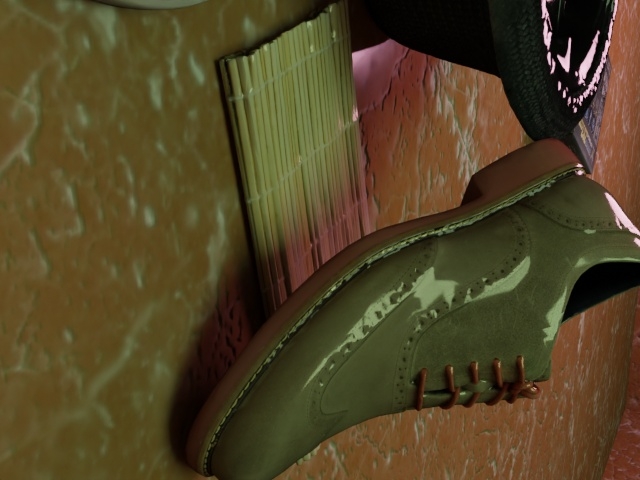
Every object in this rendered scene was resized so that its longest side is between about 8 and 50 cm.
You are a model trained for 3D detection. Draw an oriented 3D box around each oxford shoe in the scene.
[{"bbox_3d":[0.079,0.059,0.525,0.348,0.130,0.123,-34,154,-20],"label":"oxford shoe"}]

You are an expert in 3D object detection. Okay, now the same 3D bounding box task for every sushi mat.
[{"bbox_3d":[0.000,0.000,0.592,0.151,0.019,0.316,-48,138,-49],"label":"sushi mat"}]

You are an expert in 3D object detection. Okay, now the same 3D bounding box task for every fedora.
[{"bbox_3d":[0.129,-0.226,0.627,0.334,0.152,0.334,-29,124,-58],"label":"fedora"}]

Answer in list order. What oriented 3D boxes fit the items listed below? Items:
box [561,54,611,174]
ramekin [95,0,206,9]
[{"bbox_3d":[0.380,-0.214,1.229,0.233,0.059,0.183,22,78,-64],"label":"box"},{"bbox_3d":[-0.035,-0.230,0.331,0.273,0.127,0.273,-30,124,-58],"label":"ramekin"}]
